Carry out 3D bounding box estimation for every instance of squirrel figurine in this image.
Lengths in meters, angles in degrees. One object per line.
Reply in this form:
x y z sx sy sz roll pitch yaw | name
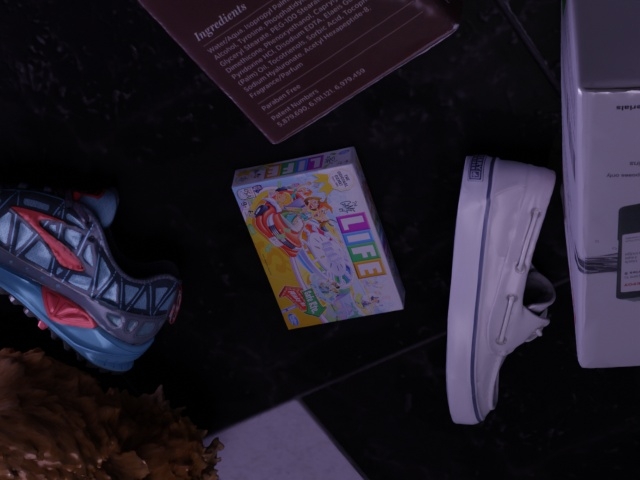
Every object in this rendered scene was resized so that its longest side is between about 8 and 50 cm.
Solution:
-0.287 0.256 1.610 0.397 0.281 0.370 -11 132 18 | squirrel figurine

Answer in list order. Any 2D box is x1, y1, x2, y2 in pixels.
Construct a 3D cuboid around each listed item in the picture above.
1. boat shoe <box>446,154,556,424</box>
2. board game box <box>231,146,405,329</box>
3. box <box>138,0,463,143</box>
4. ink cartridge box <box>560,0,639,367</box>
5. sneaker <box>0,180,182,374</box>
0.149 0.050 1.503 0.084 0.095 0.258 6 129 8 | boat shoe
0.000 0.000 1.525 0.103 0.026 0.154 -11 125 14 | board game box
-0.024 -0.214 1.275 0.167 0.168 0.203 -30 119 26 | box
0.232 -0.077 1.293 0.121 0.211 0.289 -3 139 5 | ink cartridge box
-0.223 -0.012 1.518 0.262 0.104 0.125 41 99 -21 | sneaker
